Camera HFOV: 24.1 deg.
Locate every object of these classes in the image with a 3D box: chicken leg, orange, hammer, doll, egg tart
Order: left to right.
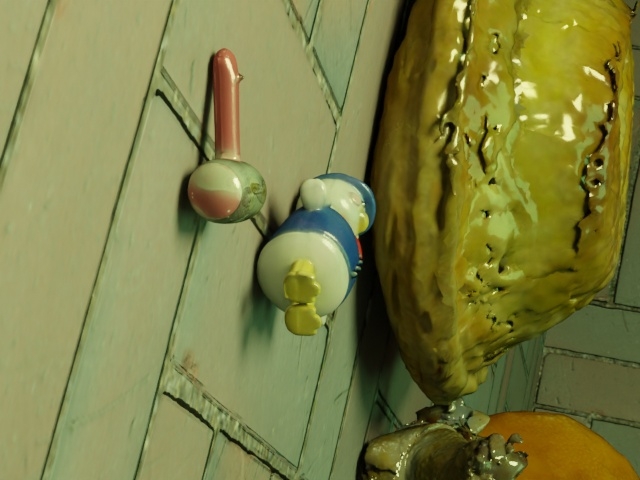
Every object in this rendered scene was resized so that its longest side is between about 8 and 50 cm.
[{"bbox_3d":[-0.045,-0.050,0.711,0.052,0.031,0.083,-10,99,-79],"label":"hammer"},{"bbox_3d":[0.000,0.000,0.871,0.143,0.057,0.099,-68,162,-59],"label":"doll"},{"bbox_3d":[0.096,0.183,1.233,0.080,0.125,0.196,62,-4,-1],"label":"chicken leg"},{"bbox_3d":[0.166,-0.079,1.232,0.443,0.178,0.443,8,90,-76],"label":"egg tart"},{"bbox_3d":[0.209,0.301,1.510,0.261,0.261,0.261,10,90,-77],"label":"orange"}]
